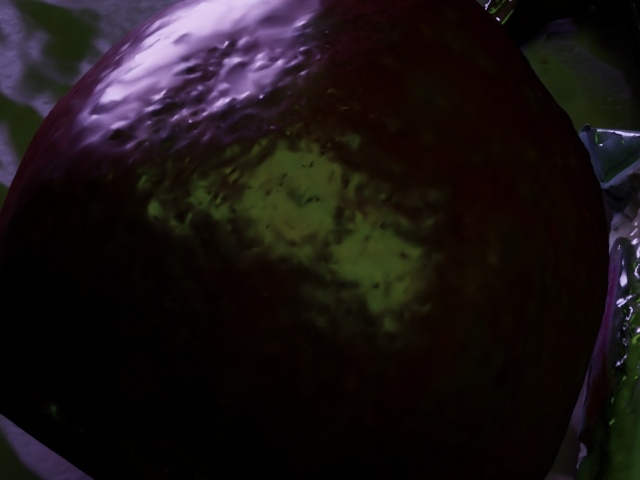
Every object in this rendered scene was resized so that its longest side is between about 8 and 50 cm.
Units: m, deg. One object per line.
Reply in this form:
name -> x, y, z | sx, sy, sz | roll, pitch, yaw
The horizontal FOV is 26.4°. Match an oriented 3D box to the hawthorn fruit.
hawthorn fruit -> 0.000, 0.000, 0.493 | 0.215, 0.215, 0.250 | 17, 46, 8

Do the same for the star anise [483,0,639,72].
star anise -> 0.162, -0.182, 0.699 | 0.271, 0.102, 0.272 | -7, 67, 17

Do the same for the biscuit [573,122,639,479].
biscuit -> 0.162, 0.077, 0.515 | 0.186, 0.079, 0.309 | 12, 54, 7
